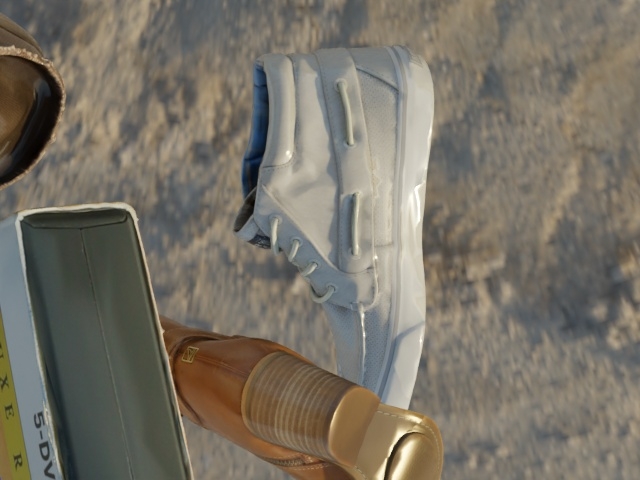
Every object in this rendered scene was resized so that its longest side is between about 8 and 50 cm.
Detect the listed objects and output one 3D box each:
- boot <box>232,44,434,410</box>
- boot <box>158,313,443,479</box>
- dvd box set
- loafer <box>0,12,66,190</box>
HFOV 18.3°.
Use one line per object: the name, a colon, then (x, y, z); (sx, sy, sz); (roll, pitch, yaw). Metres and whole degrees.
boot: (0.000, 0.000, 1.304); (0.123, 0.095, 0.258); (-1, 100, -18)
boot: (-0.020, 0.101, 1.127); (0.152, 0.073, 0.197); (18, 158, 30)
dvd box set: (-0.186, 0.186, 0.906); (0.062, 0.420, 0.308); (-5, 79, -39)
loafer: (-0.237, -0.034, 0.989); (0.130, 0.366, 0.134); (34, 115, 19)
